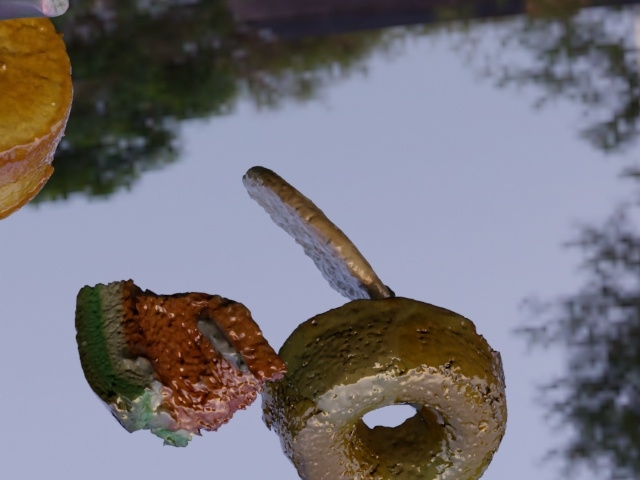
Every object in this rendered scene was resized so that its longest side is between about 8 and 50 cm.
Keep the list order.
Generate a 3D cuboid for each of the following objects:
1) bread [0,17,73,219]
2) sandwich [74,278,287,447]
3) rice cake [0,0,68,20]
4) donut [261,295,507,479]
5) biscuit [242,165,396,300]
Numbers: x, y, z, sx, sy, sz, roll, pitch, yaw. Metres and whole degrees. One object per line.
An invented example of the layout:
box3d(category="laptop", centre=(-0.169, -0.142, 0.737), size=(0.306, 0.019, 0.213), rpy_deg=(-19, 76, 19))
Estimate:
box3d(category="bread", centre=(-0.356, -0.143, 1.843), size=(0.268, 0.268, 0.145), rpy_deg=(-14, 160, -33))
box3d(category="sandwich", centre=(-0.141, 0.093, 1.779), size=(0.160, 0.109, 0.184), rpy_deg=(-33, -129, 4))
box3d(category="rice cake", centre=(-0.280, -0.234, 1.690), size=(0.042, 0.080, 0.222), rpy_deg=(-5, -173, -33))
box3d(category="donut", centre=(0.076, 0.191, 2.013), size=(0.272, 0.272, 0.107), rpy_deg=(-7, -144, -4))
box3d(category="biscuit", centre=(0.000, 0.000, 2.121), size=(0.040, 0.188, 0.265), rpy_deg=(-42, -126, -8))
